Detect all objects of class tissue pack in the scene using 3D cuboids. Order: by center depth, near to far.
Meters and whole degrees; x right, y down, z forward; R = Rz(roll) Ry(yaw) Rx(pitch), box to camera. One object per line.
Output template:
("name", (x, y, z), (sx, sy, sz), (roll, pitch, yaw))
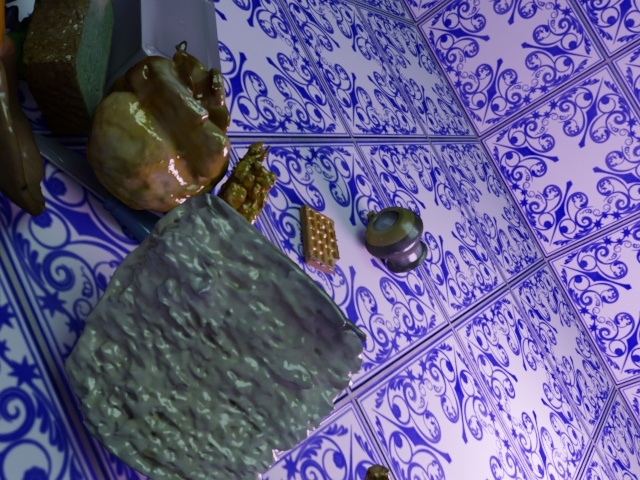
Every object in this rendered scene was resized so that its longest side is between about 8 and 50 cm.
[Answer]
("tissue pack", (-0.258, -0.301, 1.055), (0.159, 0.136, 0.246), (26, 44, -43))

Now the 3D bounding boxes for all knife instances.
("knife", (-0.298, -0.073, 0.907), (0.244, 0.032, 0.058), (42, 34, -18))

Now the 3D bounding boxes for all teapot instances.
("teapot", (0.154, -0.009, 1.434), (0.119, 0.130, 0.165), (56, -5, -34))

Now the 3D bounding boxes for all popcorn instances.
("popcorn", (-0.211, -0.134, 0.882), (0.190, 0.253, 0.191), (-16, 64, -21))

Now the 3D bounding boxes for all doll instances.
("doll", (-0.396, -0.226, 0.873), (0.115, 0.050, 0.190), (51, 34, -27))

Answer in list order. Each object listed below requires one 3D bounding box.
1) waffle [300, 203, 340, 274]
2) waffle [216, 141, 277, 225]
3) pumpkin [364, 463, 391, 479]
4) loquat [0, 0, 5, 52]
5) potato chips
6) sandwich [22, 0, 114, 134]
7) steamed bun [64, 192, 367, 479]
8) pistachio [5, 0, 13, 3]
("waffle", (0.000, 0.000, 1.278), (0.092, 0.021, 0.135), (30, 41, -40))
("waffle", (-0.121, -0.047, 0.975), (0.070, 0.197, 0.193), (29, 25, -10))
("pumpkin", (0.075, 0.417, 0.901), (0.317, 0.139, 0.221), (34, 41, -34))
("loquat", (-0.435, -0.181, 0.543), (0.328, 0.329, 0.359), (-16, 119, -59))
("potato chips", (-0.351, -0.119, 0.747), (0.062, 0.208, 0.195), (-11, 94, -18))
("sandwich", (-0.316, -0.259, 0.865), (0.065, 0.186, 0.214), (4, 66, -7))
("steamed bun", (-0.139, 0.129, 0.777), (0.272, 0.273, 0.290), (-41, 97, -16))
("pistachio", (-0.447, -0.385, 0.806), (0.226, 0.207, 0.332), (26, 12, 16))
